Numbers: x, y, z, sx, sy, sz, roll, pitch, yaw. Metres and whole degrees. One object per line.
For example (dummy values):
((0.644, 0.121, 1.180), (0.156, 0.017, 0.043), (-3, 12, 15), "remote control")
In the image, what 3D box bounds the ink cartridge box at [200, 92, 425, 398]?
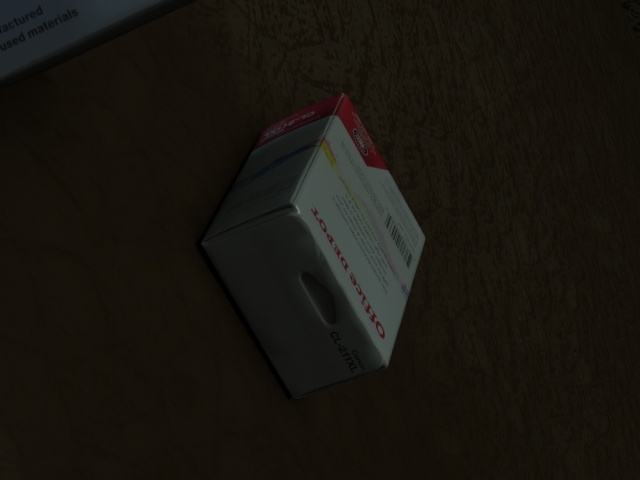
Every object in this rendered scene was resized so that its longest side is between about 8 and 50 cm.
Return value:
((0.000, 0.000, 0.995), (0.127, 0.072, 0.175), (61, 24, -19), "ink cartridge box")

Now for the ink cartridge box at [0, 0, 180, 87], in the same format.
((-0.148, -0.220, 0.690), (0.270, 0.197, 0.198), (66, 23, -8), "ink cartridge box")
